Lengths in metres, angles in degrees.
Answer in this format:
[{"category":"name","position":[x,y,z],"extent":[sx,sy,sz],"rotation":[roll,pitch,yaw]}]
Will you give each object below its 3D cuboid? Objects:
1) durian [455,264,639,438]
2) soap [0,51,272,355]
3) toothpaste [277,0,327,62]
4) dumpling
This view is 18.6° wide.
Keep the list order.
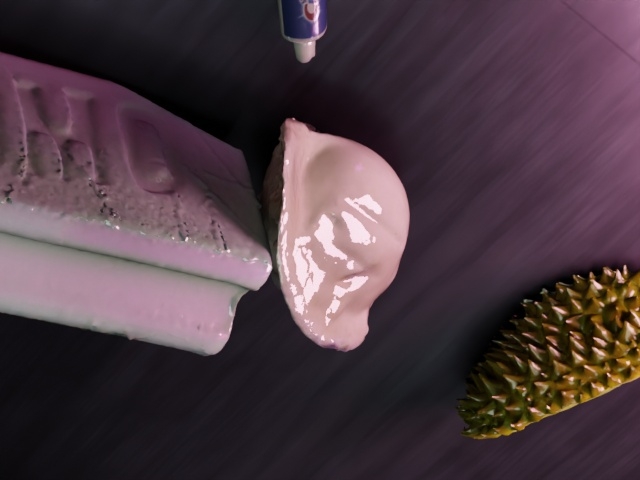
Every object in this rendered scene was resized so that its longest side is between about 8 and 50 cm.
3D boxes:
[{"category":"durian","position":[0.313,0.144,2.269],"extent":[0.352,0.158,0.169],"rotation":[-26,140,14]},{"category":"soap","position":[-0.292,-0.054,1.971],"extent":[0.446,0.261,0.156],"rotation":[13,129,-27]},{"category":"toothpaste","position":[-0.022,-0.292,1.934],"extent":[0.069,0.047,0.268],"rotation":[4,129,11]},{"category":"dumpling","position":[-0.004,0.001,2.069],"extent":[0.243,0.227,0.175],"rotation":[25,151,-34]}]
